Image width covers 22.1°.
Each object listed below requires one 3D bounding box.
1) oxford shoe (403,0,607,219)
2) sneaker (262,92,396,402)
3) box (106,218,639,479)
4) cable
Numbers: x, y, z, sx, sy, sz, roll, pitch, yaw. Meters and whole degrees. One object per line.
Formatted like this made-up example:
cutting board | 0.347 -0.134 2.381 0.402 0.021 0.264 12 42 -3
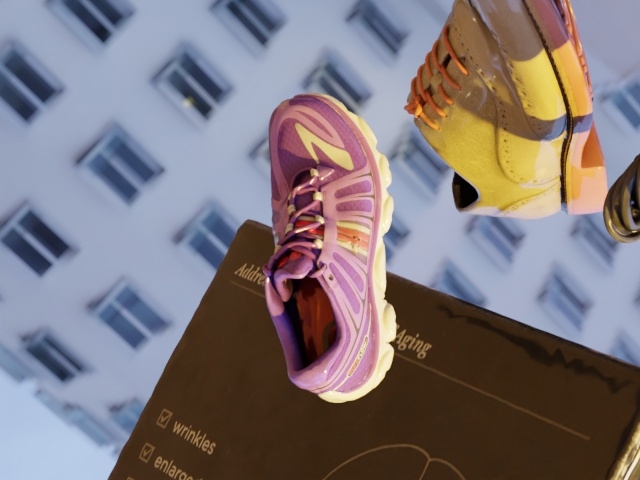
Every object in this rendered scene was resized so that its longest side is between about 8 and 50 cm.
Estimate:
oxford shoe | 0.119 -0.108 1.132 0.130 0.348 0.123 -13 -125 8
sneaker | 0.000 0.000 0.870 0.068 0.071 0.170 -16 -105 27
box | 0.056 0.289 1.156 0.480 0.297 0.472 21 -97 54
cable | 0.235 -0.075 0.996 0.184 0.047 0.150 -53 171 -5
